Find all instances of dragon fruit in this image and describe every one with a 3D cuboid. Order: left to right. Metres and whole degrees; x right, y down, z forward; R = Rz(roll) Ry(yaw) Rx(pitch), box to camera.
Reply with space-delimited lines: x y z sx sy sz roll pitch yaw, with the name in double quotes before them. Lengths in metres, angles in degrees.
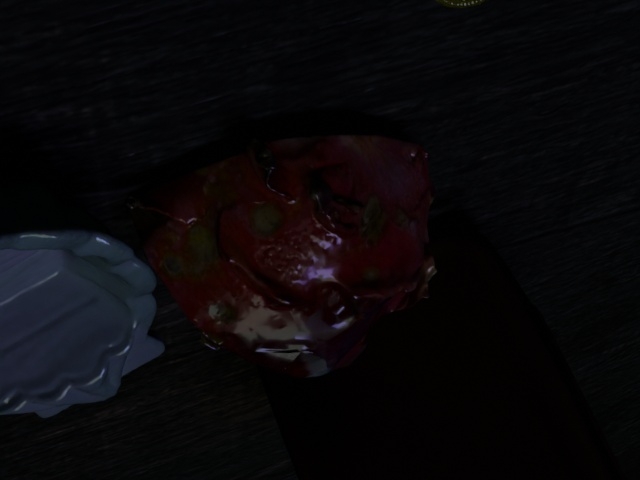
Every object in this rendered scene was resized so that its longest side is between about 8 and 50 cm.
"dragon fruit" 0.008 0.006 0.990 0.161 0.126 0.274 -36 153 25

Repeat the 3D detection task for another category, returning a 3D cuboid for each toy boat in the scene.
"toy boat" -0.202 0.034 0.891 0.199 0.100 0.290 -26 154 6

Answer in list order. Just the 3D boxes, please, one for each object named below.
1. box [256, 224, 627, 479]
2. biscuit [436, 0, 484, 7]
"box" 0.115 0.187 1.200 0.239 0.339 0.229 -27 152 7
"biscuit" 0.098 -0.171 0.844 0.084 0.023 0.084 -21 155 -10
